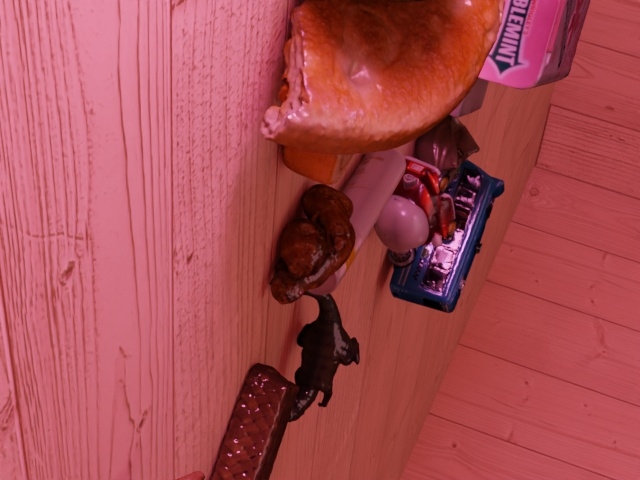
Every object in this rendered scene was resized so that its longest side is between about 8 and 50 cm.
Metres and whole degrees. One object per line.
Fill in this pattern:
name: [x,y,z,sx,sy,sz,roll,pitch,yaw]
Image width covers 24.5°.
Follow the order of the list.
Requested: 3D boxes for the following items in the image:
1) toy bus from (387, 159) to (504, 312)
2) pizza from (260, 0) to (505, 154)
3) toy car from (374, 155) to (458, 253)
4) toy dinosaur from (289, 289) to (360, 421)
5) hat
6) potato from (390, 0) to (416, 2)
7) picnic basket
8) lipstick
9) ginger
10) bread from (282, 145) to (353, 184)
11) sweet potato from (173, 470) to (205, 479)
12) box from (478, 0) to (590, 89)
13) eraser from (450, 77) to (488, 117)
toy bus: [0.198,-0.014,2.380,0.113,0.134,0.246,61,49,-74]
pizza: [0.060,-0.186,1.432,0.365,0.182,0.074,-42,-177,-41]
toy car: [0.125,-0.041,2.119,0.112,0.112,0.139,-42,143,-35]
toy dinosaur: [-0.010,0.151,1.801,0.179,0.087,0.187,26,81,-80]
hat: [0.162,-0.111,2.267,0.175,0.085,0.147,-50,174,18]
potato: [0.081,-0.294,1.347,0.248,0.169,0.144,-42,123,-64]
picnic basket: [-0.079,0.241,1.705,0.110,0.054,0.193,41,66,-77]
lipstick: [0.040,-0.031,1.818,0.264,0.059,0.059,-59,163,-49]
ginger: [0.000,0.000,1.641,0.162,0.073,0.103,-56,160,-49]
bread: [0.011,-0.133,1.514,0.122,0.073,0.149,97,18,-63]
sweet potato: [-0.185,0.273,1.248,0.067,0.059,0.281,-63,172,27]
box: [0.302,-0.316,2.071,0.369,0.112,0.190,-26,134,-74]
eraser: [0.244,-0.385,2.145,0.213,0.082,0.397,-28,136,-71]
